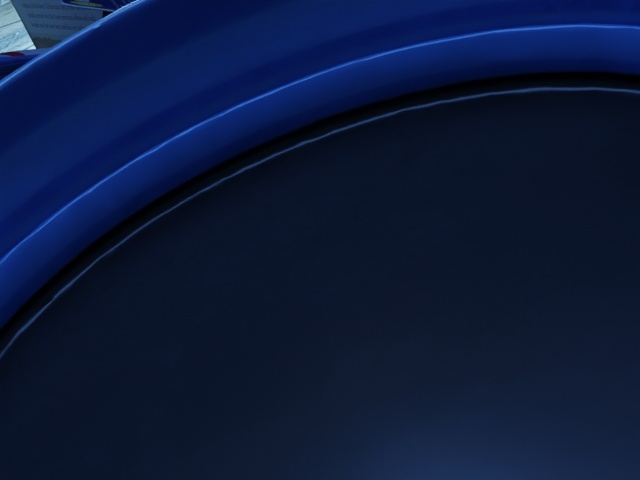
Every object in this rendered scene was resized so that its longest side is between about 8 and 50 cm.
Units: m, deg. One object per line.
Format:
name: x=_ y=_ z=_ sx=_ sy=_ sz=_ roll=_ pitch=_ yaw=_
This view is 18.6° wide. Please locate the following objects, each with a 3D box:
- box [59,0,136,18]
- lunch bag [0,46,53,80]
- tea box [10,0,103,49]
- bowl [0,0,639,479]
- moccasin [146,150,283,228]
box: x=-0.085 y=-0.154 z=1.461 sx=0.225 sy=0.037 sz=0.136 roll=7 pitch=10 yaw=-11
lunch bag: x=-0.296 y=-0.076 z=1.533 sx=0.303 sy=0.115 sz=0.243 roll=-12 pitch=5 yaw=36
tea box: x=-0.117 y=-0.320 z=1.692 sx=0.323 sy=0.220 sz=0.329 roll=-32 pitch=19 yaw=-17
bowl: x=0.009 y=0.019 z=0.601 sx=0.391 sy=0.077 sz=0.391 roll=-16 pitch=33 yaw=10
moccasin: x=0.000 y=0.000 z=0.822 sx=0.116 sy=0.138 sz=0.342 roll=7 pitch=50 yaw=35
